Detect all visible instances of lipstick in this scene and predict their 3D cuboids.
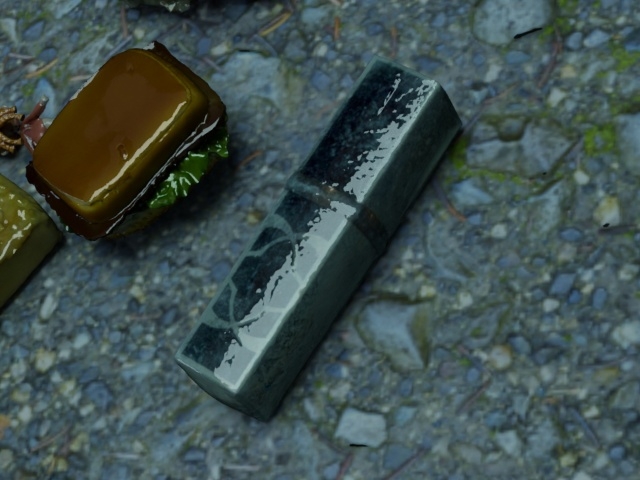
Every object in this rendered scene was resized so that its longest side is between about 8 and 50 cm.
[{"bbox_3d":[0.000,0.000,1.342,0.077,0.076,0.290,27,79,29],"label":"lipstick"}]

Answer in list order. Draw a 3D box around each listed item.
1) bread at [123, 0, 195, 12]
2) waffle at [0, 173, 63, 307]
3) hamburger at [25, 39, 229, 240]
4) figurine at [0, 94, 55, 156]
[{"bbox_3d":[-0.114,-0.323,1.499,0.195,0.176,0.246,-3,63,23],"label":"bread"},{"bbox_3d":[-0.368,0.022,1.496,0.221,0.055,0.248,37,81,33],"label":"waffle"},{"bbox_3d":[-0.151,-0.070,1.434,0.166,0.087,0.137,-44,57,-3],"label":"hamburger"},{"bbox_3d":[-0.250,-0.095,1.516,0.109,0.047,0.064,5,89,18],"label":"figurine"}]
